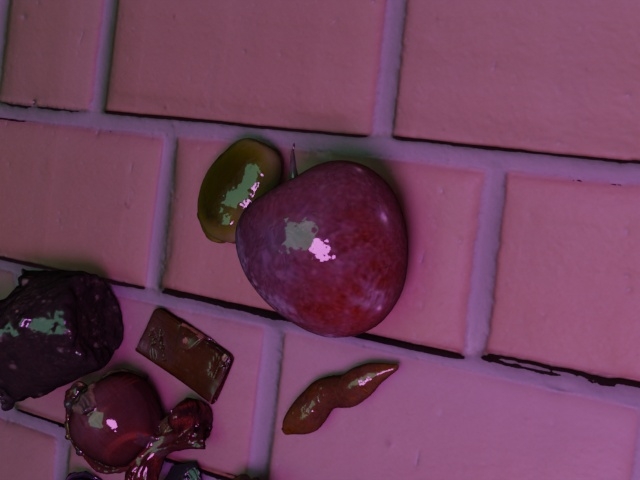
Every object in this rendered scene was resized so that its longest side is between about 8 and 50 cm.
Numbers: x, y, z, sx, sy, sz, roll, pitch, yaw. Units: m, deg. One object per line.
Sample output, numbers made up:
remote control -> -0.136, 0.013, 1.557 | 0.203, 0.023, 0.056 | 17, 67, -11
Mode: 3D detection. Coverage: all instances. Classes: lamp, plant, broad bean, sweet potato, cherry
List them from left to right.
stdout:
plant -> -0.489, 0.159, 1.579 | 0.276, 0.188, 0.199 | -16, 118, 16
lamp -> -0.308, 0.293, 1.519 | 0.223, 0.151, 0.215 | 40, 104, -8
broad bean -> -0.130, -0.075, 1.454 | 0.124, 0.082, 0.174 | 26, 92, 28
cherry -> 0.000, 0.000, 1.296 | 0.236, 0.213, 0.285 | -20, 88, 37
sweet potato -> 0.023, 0.226, 1.369 | 0.218, 0.051, 0.065 | -36, 68, 24

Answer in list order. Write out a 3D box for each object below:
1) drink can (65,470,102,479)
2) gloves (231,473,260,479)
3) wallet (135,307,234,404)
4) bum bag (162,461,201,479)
drink can -> -0.449, 0.522, 1.613 | 0.097, 0.097, 0.235 | 37, 106, 26
gloves -> -0.119, 0.518, 1.387 | 0.154, 0.141, 0.331 | 7, 98, 15
wallet -> -0.226, 0.187, 1.529 | 0.176, 0.026, 0.095 | 31, 102, 27
bum bag -> -0.203, 0.459, 1.500 | 0.087, 0.049, 0.197 | -25, 75, 3
